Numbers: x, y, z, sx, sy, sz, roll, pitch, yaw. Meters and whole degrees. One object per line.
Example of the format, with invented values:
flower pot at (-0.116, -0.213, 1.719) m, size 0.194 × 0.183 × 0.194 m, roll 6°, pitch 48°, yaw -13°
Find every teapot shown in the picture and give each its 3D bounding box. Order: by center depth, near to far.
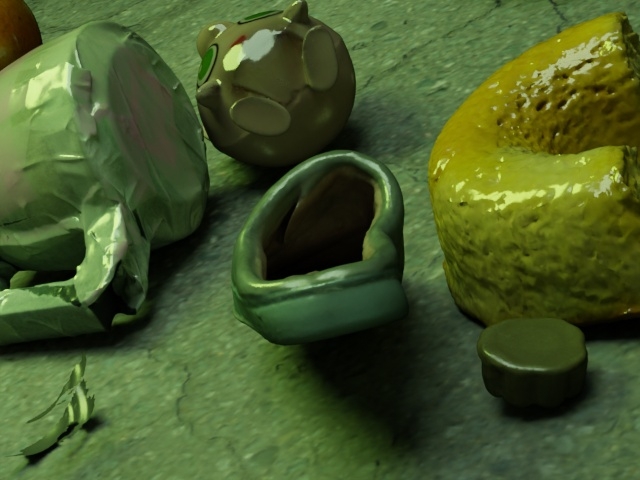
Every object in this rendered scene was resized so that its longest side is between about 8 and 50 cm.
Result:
teapot at (-0.179, -0.026, 1.213) m, size 0.178 × 0.222 × 0.163 m, roll -20°, pitch -15°, yaw 26°

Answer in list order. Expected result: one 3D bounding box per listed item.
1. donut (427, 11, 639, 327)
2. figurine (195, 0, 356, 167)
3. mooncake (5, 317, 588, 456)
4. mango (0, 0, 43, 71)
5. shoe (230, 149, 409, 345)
donut at (0.131, -0.031, 1.011) m, size 0.152 × 0.101 × 0.259 m, roll -19°, pitch 29°, yaw 18°
figurine at (-0.036, -0.115, 1.260) m, size 0.125 × 0.125 × 0.138 m, roll -26°, pitch 14°, yaw -8°
mooncake at (-0.027, 0.079, 0.951) m, size 0.346 × 0.057 × 0.150 m, roll -2°, pitch 19°, yaw 41°
mango at (-0.343, -0.171, 1.601) m, size 0.187 × 0.138 × 0.257 m, roll -26°, pitch 20°, yaw 21°
shoe at (0.000, 0.000, 0.957) m, size 0.103 × 0.100 × 0.251 m, roll -3°, pitch 6°, yaw -3°
